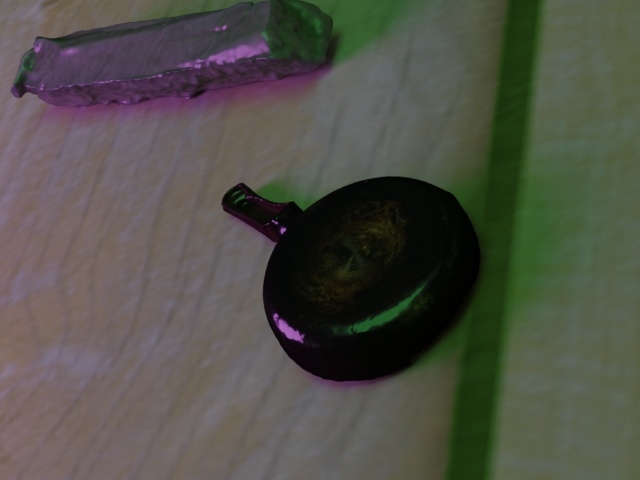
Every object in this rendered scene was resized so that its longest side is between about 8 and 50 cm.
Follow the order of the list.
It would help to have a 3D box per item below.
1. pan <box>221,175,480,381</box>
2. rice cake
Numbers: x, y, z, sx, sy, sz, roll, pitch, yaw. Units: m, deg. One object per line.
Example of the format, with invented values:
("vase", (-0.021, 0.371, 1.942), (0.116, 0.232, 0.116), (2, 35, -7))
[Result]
("pan", (-0.002, -0.002, 0.812), (0.115, 0.040, 0.212), (-44, 36, -10))
("rice cake", (-0.103, -0.118, 1.016), (0.270, 0.049, 0.055), (-4, 73, 41))
